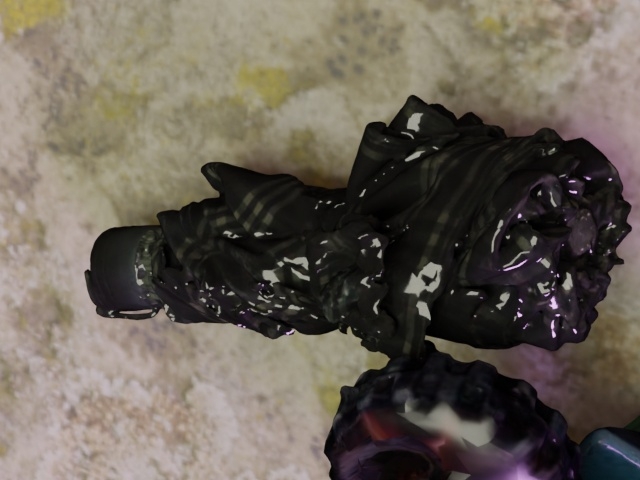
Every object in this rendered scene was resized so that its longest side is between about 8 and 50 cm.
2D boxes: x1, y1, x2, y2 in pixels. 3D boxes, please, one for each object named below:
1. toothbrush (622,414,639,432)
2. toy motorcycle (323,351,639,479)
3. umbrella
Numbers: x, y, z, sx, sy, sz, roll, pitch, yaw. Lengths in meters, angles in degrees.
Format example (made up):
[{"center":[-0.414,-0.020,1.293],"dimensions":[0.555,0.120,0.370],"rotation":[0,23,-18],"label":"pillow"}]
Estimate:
[{"center":[0.218,0.063,0.833],"dimensions":[0.024,0.018,0.257],"rotation":[47,117,1],"label":"toothbrush"},{"center":[0.142,0.226,0.829],"dimensions":[0.416,0.172,0.232],"rotation":[39,132,-10],"label":"toy motorcycle"},{"center":[0.006,-0.010,0.867],"dimensions":[0.337,0.154,0.128],"rotation":[7,139,44],"label":"umbrella"}]
